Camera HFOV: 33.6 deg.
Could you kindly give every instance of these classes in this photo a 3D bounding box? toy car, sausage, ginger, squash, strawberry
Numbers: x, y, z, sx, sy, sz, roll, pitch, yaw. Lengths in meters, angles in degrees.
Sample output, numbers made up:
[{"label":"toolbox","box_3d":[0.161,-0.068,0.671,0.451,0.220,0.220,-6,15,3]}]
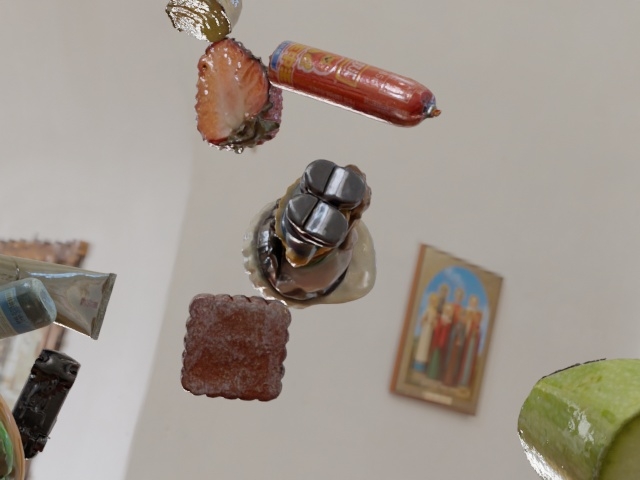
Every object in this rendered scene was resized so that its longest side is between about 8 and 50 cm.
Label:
[{"label":"toy car","box_3d":[-0.527,0.307,1.995,0.089,0.209,0.108,25,-14,-10]},{"label":"sausage","box_3d":[0.051,-0.212,1.480,0.274,0.074,0.074,23,-4,29]},{"label":"ginger","box_3d":[-0.192,-0.425,1.846,0.115,0.122,0.193,25,-7,2]},{"label":"squash","box_3d":[0.324,0.207,1.111,0.204,0.236,0.155,9,19,0]},{"label":"strawberry","box_3d":[-0.147,-0.275,2.035,0.190,0.236,0.111,-29,-27,24]}]

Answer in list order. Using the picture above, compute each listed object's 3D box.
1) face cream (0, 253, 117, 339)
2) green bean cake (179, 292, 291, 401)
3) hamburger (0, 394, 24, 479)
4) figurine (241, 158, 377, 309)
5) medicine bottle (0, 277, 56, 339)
[{"label":"face cream","box_3d":[-0.508,0.093,1.966,0.084,0.137,0.341,10,-8,32]},{"label":"green bean cake","box_3d":[-0.111,0.137,1.378,0.135,0.135,0.056,7,3,-8]},{"label":"hamburger","box_3d":[-0.582,0.303,1.378,0.396,0.395,0.277,12,13,6]},{"label":"figurine","box_3d":[-0.026,-0.015,1.553,0.205,0.185,0.332,22,-20,16]},{"label":"medicine bottle","box_3d":[-0.534,0.123,1.706,0.209,0.053,0.090,-16,-58,9]}]
